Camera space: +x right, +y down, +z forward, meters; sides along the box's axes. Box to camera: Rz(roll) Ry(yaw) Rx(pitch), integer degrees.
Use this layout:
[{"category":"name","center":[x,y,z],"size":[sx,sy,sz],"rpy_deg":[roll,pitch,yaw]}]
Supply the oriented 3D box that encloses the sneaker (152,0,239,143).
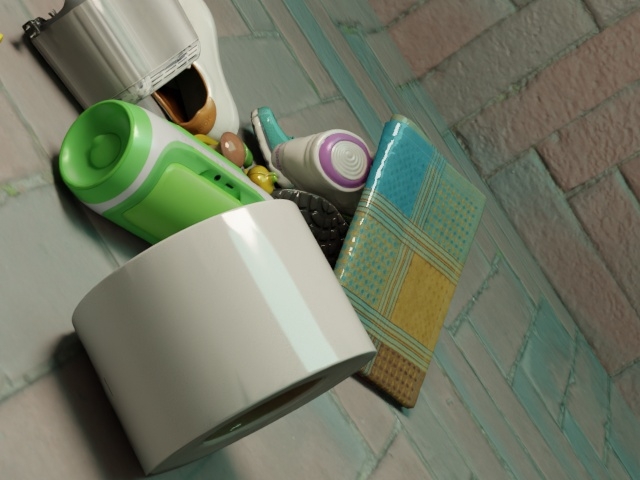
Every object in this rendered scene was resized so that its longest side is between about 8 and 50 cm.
[{"category":"sneaker","center":[-0.203,-0.272,1.670],"size":[0.290,0.106,0.123],"rpy_deg":[64,17,17]}]

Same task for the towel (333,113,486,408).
[{"category":"towel","center":[0.121,0.033,1.783],"size":[0.271,0.040,0.370],"rpy_deg":[40,64,-42]}]

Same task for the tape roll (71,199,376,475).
[{"category":"tape roll","center":[-0.091,0.092,1.142],"size":[0.169,0.246,0.246],"rpy_deg":[62,19,12]}]

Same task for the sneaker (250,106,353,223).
[{"category":"sneaker","center":[-0.011,-0.121,1.910],"size":[0.275,0.110,0.107],"rpy_deg":[46,19,-30]}]

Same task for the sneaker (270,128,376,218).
[{"category":"sneaker","center":[0.052,-0.092,1.840],"size":[0.305,0.152,0.114],"rpy_deg":[30,68,-44]}]

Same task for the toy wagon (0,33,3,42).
[{"category":"toy wagon","center":[-0.380,-0.249,0.919],"size":[0.344,0.267,0.068],"rpy_deg":[47,-2,-30]}]

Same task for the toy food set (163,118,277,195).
[{"category":"toy food set","center":[-0.118,-0.088,1.601],"size":[0.218,0.071,0.128],"rpy_deg":[25,52,-58]}]

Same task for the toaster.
[{"category":"toaster","center":[-0.247,-0.242,1.453],"size":[0.146,0.129,0.227],"rpy_deg":[56,34,-12]}]

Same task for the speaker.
[{"category":"speaker","center":[-0.161,-0.049,1.380],"size":[0.296,0.131,0.131],"rpy_deg":[35,29,-50]}]

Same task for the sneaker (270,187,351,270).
[{"category":"sneaker","center":[0.000,0.000,1.811],"size":[0.283,0.107,0.124],"rpy_deg":[30,-2,-35]}]
